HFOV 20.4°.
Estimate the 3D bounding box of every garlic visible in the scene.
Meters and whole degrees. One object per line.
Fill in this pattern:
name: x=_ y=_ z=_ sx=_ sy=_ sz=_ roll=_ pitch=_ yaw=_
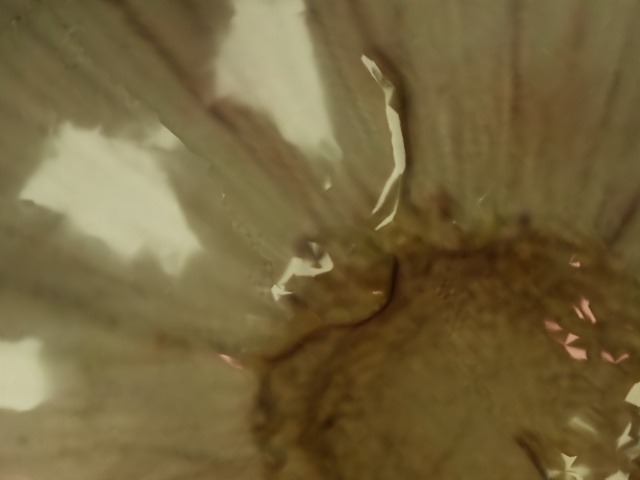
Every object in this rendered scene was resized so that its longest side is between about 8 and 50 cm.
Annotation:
garlic: x=0.000 y=0.000 z=0.462 sx=0.245 sy=0.245 sz=0.253 roll=-61 pitch=22 yaw=9
